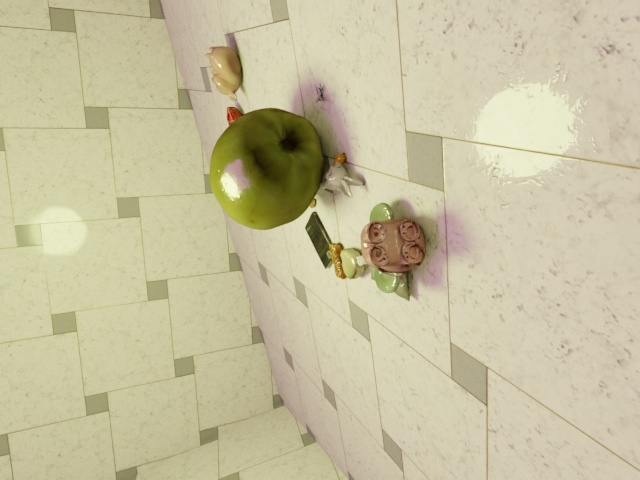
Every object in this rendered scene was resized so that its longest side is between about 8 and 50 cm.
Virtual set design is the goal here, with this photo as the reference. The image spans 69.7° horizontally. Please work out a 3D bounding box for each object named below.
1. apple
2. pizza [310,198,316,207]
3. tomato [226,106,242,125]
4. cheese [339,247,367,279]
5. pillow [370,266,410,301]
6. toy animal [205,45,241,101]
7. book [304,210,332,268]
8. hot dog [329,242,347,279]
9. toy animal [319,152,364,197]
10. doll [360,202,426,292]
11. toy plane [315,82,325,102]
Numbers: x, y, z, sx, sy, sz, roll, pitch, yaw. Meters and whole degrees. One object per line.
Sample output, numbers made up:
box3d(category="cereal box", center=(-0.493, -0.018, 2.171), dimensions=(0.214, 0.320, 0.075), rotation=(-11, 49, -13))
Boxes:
box3d(category="apple", center=(-0.201, -0.278, 1.763), dimensions=(0.473, 0.474, 0.473), rotation=(48, 149, 42))
box3d(category="pizza", center=(-0.036, -0.164, 2.035), dimensions=(0.083, 0.016, 0.037), rotation=(131, 123, -66))
box3d(category="tomato", center=(-0.459, -0.657, 2.524), dimensions=(0.155, 0.069, 0.155), rotation=(42, 142, 45))
box3d(category="cheese", center=(0.139, 0.083, 1.760), dimensions=(0.251, 0.054, 0.127), rotation=(154, 96, -73))
box3d(category="pillow", center=(0.237, 0.108, 1.598), dimensions=(0.230, 0.050, 0.148), rotation=(-146, 48, -60))
box3d(category="toy animal", center=(-0.472, -0.844, 2.299), dimensions=(0.250, 0.154, 0.166), rotation=(86, -164, -51))
box3d(category="book", center=(0.000, 0.000, 2.079), dimensions=(0.228, 0.024, 0.160), rotation=(63, 156, 17))
box3d(category="hot dog", center=(0.077, 0.085, 1.944), dimensions=(0.071, 0.045, 0.165), rotation=(21, 128, 64))
box3d(category="toy animal", center=(0.080, -0.230, 1.657), dimensions=(0.127, 0.131, 0.182), rotation=(41, 170, -13))
box3d(category="doll", center=(0.197, 0.017, 1.397), dimensions=(0.268, 0.216, 0.284), rotation=(151, 116, -72))
box3d(category="toy plane", center=(-0.004, -0.525, 1.656), dimensions=(0.078, 0.024, 0.084), rotation=(62, 163, 17))
